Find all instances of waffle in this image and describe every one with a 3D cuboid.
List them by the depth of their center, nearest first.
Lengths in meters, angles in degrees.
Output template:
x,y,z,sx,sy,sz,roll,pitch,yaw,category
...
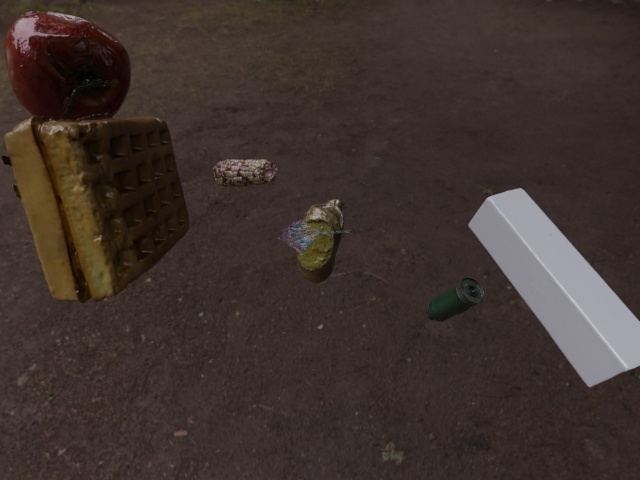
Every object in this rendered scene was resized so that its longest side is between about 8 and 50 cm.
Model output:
x,y,z,sx,sy,sz,roll,pitch,yaw,category
-0.289,-0.068,0.622,0.098,0.223,0.327,-8,16,-1,waffle

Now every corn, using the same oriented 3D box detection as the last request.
x,y,z,sx,sy,sz,roll,pitch,yaw,category
-0.249,-0.215,1.380,0.281,0.092,0.092,8,35,45,corn

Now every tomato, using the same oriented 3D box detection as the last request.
x,y,z,sx,sy,sz,roll,pitch,yaw,category
-0.474,-0.320,0.833,0.228,0.227,0.101,-27,44,-29,tomato

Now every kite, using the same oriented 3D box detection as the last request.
x,y,z,sx,sy,sz,roll,pitch,yaw,category
-0.008,-0.003,0.480,0.078,0.002,0.044,14,61,15,kite

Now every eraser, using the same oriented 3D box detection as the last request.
x,y,z,sx,sy,sz,roll,pitch,yaw,category
0.348,0.058,0.645,0.076,0.078,0.298,-15,58,-20,eraser

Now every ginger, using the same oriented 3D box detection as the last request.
x,y,z,sx,sy,sz,roll,pitch,yaw,category
0.000,0.000,1.314,0.130,0.275,0.221,22,14,10,ginger

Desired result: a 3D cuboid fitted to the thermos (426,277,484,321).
x,y,z,sx,sy,sz,roll,pitch,yaw,category
0.364,0.172,1.197,0.083,0.187,0.073,-14,69,-32,thermos
